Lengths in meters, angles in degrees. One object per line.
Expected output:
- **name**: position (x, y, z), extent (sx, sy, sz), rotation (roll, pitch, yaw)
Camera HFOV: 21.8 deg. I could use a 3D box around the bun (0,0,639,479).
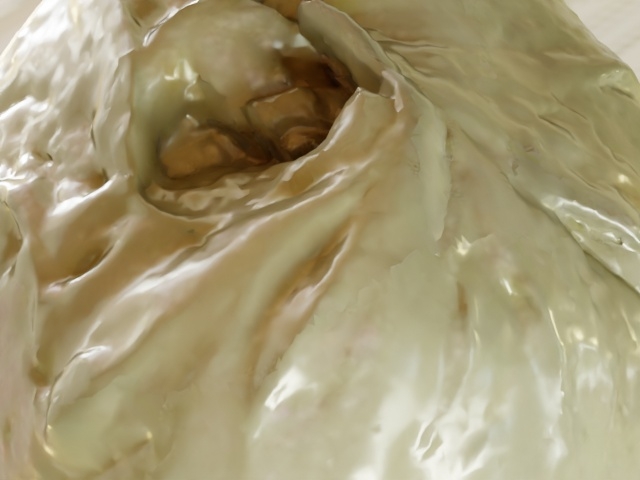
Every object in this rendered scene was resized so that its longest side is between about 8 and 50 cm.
- **bun**: position (0.000, 0.000, 0.675), extent (0.361, 0.213, 0.361), rotation (2, -126, -3)
